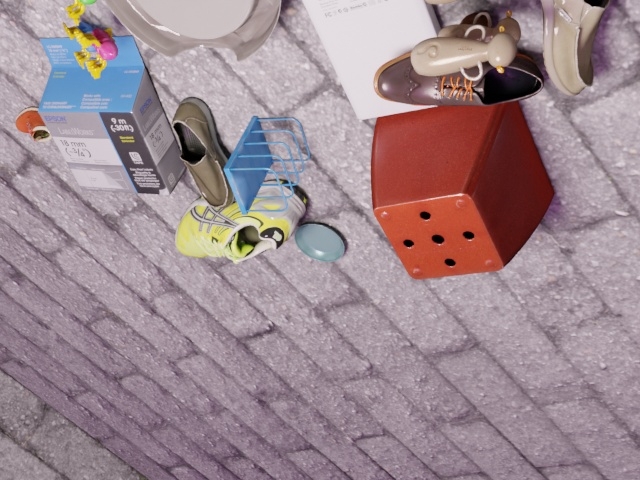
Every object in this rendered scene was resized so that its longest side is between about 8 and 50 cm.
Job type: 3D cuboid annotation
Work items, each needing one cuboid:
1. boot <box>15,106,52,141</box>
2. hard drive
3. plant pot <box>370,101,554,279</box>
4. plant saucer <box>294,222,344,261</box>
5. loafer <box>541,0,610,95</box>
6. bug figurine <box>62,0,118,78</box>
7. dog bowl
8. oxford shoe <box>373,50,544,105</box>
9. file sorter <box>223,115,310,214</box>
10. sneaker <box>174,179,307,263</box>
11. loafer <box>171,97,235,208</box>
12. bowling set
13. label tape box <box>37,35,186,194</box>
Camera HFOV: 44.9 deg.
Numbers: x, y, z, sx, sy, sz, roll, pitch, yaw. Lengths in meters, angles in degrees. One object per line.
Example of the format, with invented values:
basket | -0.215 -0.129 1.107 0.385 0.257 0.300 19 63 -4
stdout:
boot | -0.641 -0.257 1.745 0.158 0.084 0.059 -1 135 30
hard drive | 0.098 -0.352 1.308 0.203 0.040 0.307 -6 132 31
plant pot | 0.236 -0.079 1.385 0.267 0.235 0.267 -8 130 33
plant saucer | 0.000 0.000 1.750 0.119 0.021 0.119 14 138 13
loafer | 0.379 -0.332 1.144 0.092 0.102 0.268 3 135 32
bug figurine | -0.436 -0.427 1.408 0.216 0.072 0.279 51 159 37
dog bowl | -0.212 -0.464 1.295 0.349 0.102 0.348 14 139 12
oxford shoe | 0.221 -0.260 1.243 0.272 0.098 0.096 -4 112 3
file sorter | -0.098 -0.149 1.527 0.105 0.170 0.118 1 134 20
sneaker | -0.208 -0.023 1.733 0.385 0.147 0.145 -19 125 41
loafer | -0.253 -0.168 1.617 0.094 0.087 0.251 -3 122 29
bowling set | 0.250 -0.362 1.153 0.154 0.286 0.200 3 179 34
label tape box | -0.456 -0.256 1.637 0.241 0.105 0.333 4 136 22
